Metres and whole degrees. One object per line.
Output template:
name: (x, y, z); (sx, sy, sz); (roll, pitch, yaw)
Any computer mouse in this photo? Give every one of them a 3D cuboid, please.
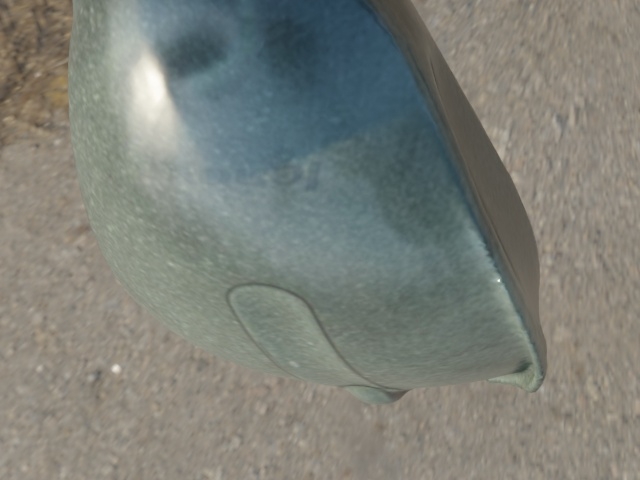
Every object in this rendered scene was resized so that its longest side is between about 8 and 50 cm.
computer mouse: (-0.002, 0.003, 0.718); (0.203, 0.114, 0.374); (-2, 147, 21)
